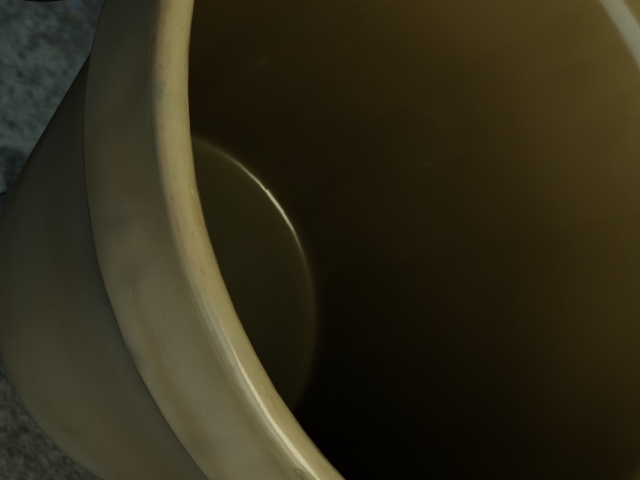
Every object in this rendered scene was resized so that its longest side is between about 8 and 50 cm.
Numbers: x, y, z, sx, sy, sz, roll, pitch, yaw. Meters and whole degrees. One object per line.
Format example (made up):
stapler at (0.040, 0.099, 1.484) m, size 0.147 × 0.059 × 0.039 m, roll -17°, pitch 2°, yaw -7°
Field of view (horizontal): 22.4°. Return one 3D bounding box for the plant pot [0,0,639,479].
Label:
plant pot at (0.000, 0.000, 0.690) m, size 0.323 × 0.323 × 0.280 m, roll 52°, pitch 144°, yaw -15°
